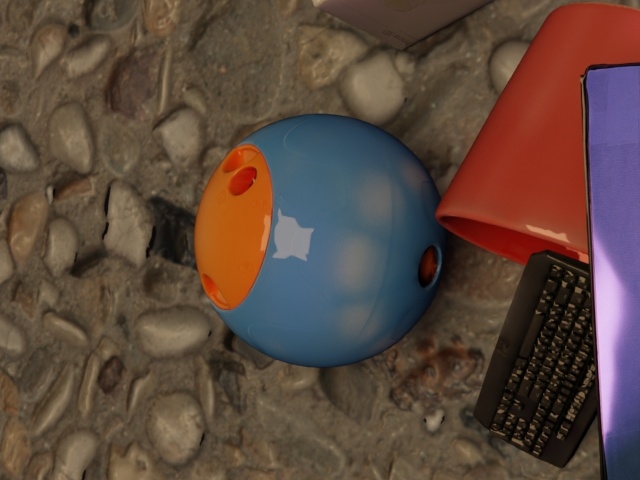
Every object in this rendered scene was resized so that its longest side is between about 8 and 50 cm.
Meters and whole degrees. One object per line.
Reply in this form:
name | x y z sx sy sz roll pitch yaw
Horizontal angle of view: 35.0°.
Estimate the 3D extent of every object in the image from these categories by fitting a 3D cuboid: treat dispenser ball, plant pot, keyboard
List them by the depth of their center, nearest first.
keyboard | 0.271 0.144 1.021 0.201 0.033 0.317 20 142 12
plant pot | 0.282 -0.088 1.024 0.275 0.275 0.243 19 87 29
treat dispenser ball | 0.000 0.000 1.155 0.288 0.288 0.288 -2 87 30

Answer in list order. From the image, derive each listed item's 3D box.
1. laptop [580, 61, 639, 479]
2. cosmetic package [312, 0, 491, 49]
laptop | 0.456 0.025 0.866 0.408 0.236 0.382 -2 98 24
cosmetic package | 0.116 -0.341 1.140 0.225 0.224 0.138 -24 76 27
